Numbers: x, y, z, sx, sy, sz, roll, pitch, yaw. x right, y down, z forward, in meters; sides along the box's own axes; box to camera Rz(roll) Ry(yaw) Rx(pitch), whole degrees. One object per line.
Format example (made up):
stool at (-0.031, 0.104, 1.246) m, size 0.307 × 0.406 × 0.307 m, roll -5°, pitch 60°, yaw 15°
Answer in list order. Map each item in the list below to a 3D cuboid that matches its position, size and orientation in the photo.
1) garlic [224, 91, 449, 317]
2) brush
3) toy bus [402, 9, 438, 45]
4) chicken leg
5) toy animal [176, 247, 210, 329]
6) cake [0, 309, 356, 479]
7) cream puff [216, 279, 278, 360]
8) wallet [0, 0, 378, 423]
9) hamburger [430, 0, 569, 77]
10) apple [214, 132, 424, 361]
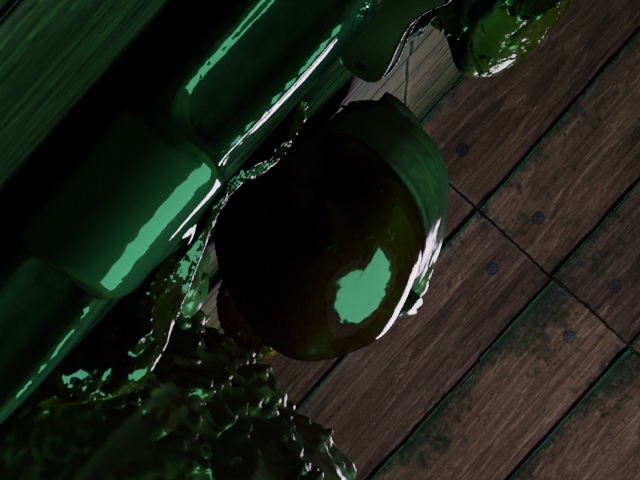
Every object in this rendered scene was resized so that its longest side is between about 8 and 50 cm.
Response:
garlic at (0.022, -0.018, 1.719) m, size 0.322 × 0.241 × 0.322 m, roll -44°, pitch 155°, yaw -27°
brush at (0.089, -0.230, 1.252) m, size 0.065 × 0.070 × 0.327 m, roll -58°, pitch -177°, yaw -25°
toy bus at (0.075, -0.213, 1.496) m, size 0.052 × 0.037 × 0.130 m, roll -47°, pitch 178°, yaw 40°
chicken leg at (-0.109, 0.005, 1.062) m, size 0.304 × 0.093 × 0.113 m, roll -49°, pitch -148°, yaw -11°
toy animal at (-0.133, 0.036, 1.257) m, size 0.091 × 0.082 × 0.114 m, roll -51°, pitch 175°, yaw 37°
cake at (-0.168, 0.255, 1.483) m, size 0.293 × 0.307 × 0.314 m, roll -47°, pitch 177°, yaw 22°
cream puff at (-0.057, 0.067, 2.169) m, size 0.240 × 0.164 × 0.240 m, roll -39°, pitch 162°, yaw -15°
wallet at (-0.106, -0.028, 0.850) m, size 0.360 × 0.083 × 0.252 m, roll -49°, pitch -177°, yaw 5°
hamburger at (0.235, -0.306, 1.752) m, size 0.309 × 0.132 × 0.211 m, roll -48°, pitch 176°, yaw -35°
apple at (-0.001, -0.001, 1.463) m, size 0.234 × 0.234 × 0.234 m, roll -48°, pitch 177°, yaw -3°
